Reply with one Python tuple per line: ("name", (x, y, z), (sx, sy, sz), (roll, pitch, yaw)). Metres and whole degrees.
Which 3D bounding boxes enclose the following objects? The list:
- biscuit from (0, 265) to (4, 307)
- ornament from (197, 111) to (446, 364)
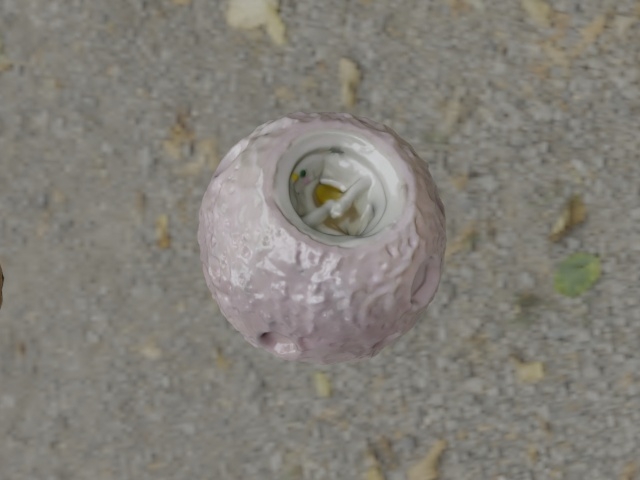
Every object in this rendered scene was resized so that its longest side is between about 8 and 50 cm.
("biscuit", (-0.287, 0.028, 0.740), (0.051, 0.269, 0.376), (25, 71, 42))
("ornament", (0.000, 0.000, 1.665), (0.259, 0.259, 0.225), (59, 157, 22))
